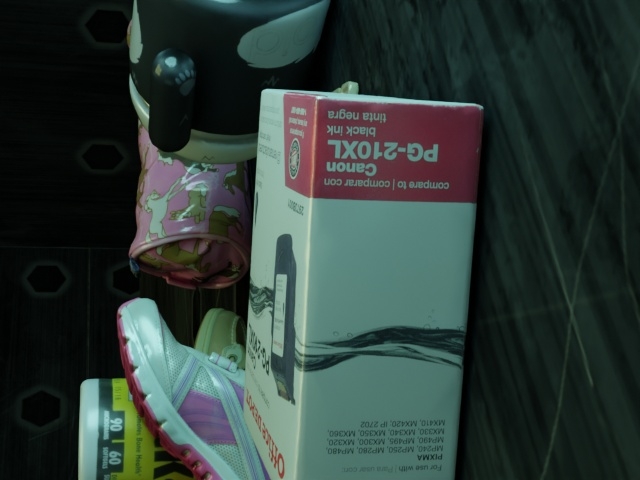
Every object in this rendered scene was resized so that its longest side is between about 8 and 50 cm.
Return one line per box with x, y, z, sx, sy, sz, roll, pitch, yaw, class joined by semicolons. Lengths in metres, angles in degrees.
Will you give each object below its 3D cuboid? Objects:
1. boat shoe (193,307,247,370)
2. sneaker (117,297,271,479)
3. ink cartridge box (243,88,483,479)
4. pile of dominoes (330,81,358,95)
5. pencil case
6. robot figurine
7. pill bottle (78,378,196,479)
-0.083;0.192;1.086;0.104;0.089;0.285;67;-168;-49;boat shoe
-0.075;0.146;0.823;0.252;0.111;0.103;55;161;2;sneaker
0.017;0.029;0.618;0.172;0.100;0.237;-144;56;-74;ink cartridge box
0.000;0.000;0.876;0.196;0.040;0.251;-178;97;-77;pile of dominoes
-0.174;-0.131;1.308;0.160;0.167;0.386;48;-146;-60;pencil case
-0.087;-0.196;0.904;0.173;0.209;0.278;55;149;27;robot figurine
-0.115;0.185;0.917;0.119;0.209;0.119;-179;90;-77;pill bottle
